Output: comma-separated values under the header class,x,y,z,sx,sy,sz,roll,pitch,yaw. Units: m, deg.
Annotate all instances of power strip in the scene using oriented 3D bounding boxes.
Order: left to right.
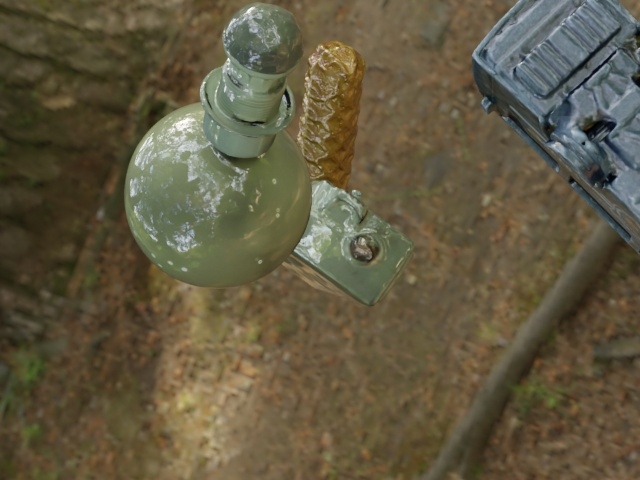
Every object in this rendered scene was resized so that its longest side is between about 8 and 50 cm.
class,x,y,z,sx,sy,sz,roll,pitch,yaw
power strip,0.000,0.000,0.997,0.052,0.078,0.272,-55,8,-5

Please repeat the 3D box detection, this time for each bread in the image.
class,x,y,z,sx,sy,sz,roll,pitch,yaw
bread,0.006,-0.095,1.219,0.052,0.044,0.157,40,141,29

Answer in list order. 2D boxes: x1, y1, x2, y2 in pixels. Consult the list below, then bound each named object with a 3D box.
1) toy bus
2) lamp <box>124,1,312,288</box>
class,x,y,z,sx,sy,sz,roll,pitch,yaw
toy bus,0.114,-0.005,0.427,0.047,0.065,0.166,-43,80,-1
lamp,-0.039,-0.048,0.685,0.163,0.091,0.091,110,157,-50
